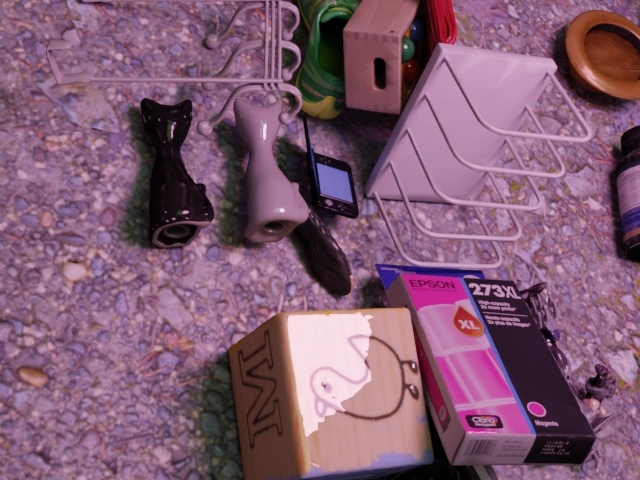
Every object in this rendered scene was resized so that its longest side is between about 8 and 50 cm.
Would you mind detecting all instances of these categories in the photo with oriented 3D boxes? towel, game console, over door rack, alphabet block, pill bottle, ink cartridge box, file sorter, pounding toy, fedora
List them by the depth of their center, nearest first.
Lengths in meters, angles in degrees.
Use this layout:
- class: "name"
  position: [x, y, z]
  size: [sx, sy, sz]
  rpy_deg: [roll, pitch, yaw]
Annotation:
- class: "alphabet block"
  position: [0.008, 0.205, 1.239]
  size: [0.192, 0.193, 0.197]
  rpy_deg: [0, 71, -28]
- class: "ink cartridge box"
  position: [0.202, 0.134, 1.277]
  size: [0.176, 0.069, 0.371]
  rpy_deg: [4, 35, -18]
- class: "over door rack"
  position: [-0.190, -0.258, 1.334]
  size: [0.324, 0.108, 0.239]
  rpy_deg: [8, 41, -10]
- class: "file sorter"
  position: [0.218, -0.106, 1.384]
  size: [0.193, 0.277, 0.173]
  rpy_deg: [3, 47, -25]
- class: "game console"
  position: [0.014, -0.105, 1.407]
  size: [0.107, 0.071, 0.122]
  rpy_deg: [16, 41, -21]
- class: "pounding toy"
  position: [0.110, -0.273, 1.448]
  size: [0.094, 0.181, 0.206]
  rpy_deg: [10, 41, 16]
- class: "towel"
  position: [0.163, -0.314, 1.472]
  size: [0.031, 0.275, 0.198]
  rpy_deg: [-6, 72, -2]
- class: "pill bottle"
  position: [0.568, -0.082, 1.661]
  size: [0.123, 0.123, 0.219]
  rpy_deg: [11, 67, -22]
- class: "fedora"
  position: [0.510, -0.319, 1.750]
  size: [0.194, 0.079, 0.194]
  rpy_deg: [7, 68, -17]

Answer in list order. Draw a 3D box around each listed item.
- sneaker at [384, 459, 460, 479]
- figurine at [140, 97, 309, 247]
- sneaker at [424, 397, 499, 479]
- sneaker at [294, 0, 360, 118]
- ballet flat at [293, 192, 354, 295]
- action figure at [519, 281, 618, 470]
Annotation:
- class: "sneaker"
  position: [0.090, 0.349, 1.264]
  size: [0.217, 0.121, 0.079]
  rpy_deg: [-33, 86, -32]
- class: "figurine"
  position: [-0.136, -0.105, 1.341]
  size: [0.215, 0.092, 0.209]
  rpy_deg: [-2, 67, -18]
- class: "sneaker"
  position: [0.213, 0.223, 1.379]
  size: [0.178, 0.124, 0.295]
  rpy_deg: [-28, 83, -22]
- class: "sneaker"
  position: [0.028, -0.330, 1.493]
  size: [0.109, 0.123, 0.295]
  rpy_deg: [10, 66, -22]
- class: "ballet flat"
  position: [0.000, 0.000, 1.396]
  size: [0.173, 0.057, 0.049]
  rpy_deg: [59, 29, 0]
- class: "action figure"
  position: [0.350, 0.210, 1.461]
  size: [0.185, 0.099, 0.285]
  rpy_deg: [-20, 84, -40]
